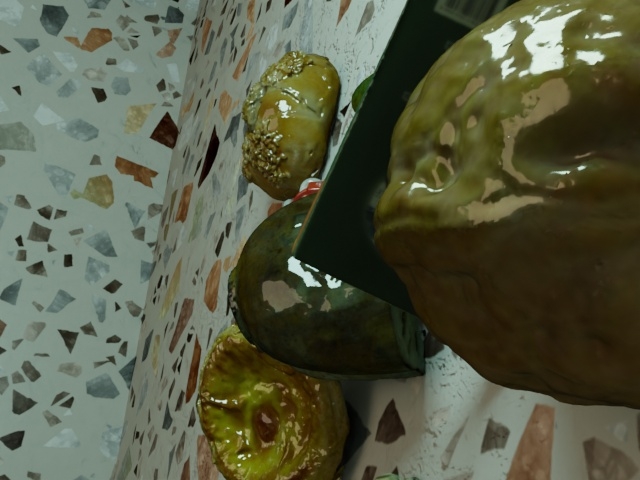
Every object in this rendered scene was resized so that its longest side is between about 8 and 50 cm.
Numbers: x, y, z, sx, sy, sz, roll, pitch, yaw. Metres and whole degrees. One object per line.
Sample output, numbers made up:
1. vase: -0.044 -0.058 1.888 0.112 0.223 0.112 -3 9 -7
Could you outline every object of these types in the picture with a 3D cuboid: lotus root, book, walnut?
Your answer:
1. lotus root: -0.010 0.046 1.016 0.260 0.149 0.267 -8 70 24
2. book: 0.156 -0.085 0.770 0.371 0.260 0.043 -64 -1 23
3. walnut: 0.192 -0.031 0.589 0.344 0.306 0.306 166 118 -67

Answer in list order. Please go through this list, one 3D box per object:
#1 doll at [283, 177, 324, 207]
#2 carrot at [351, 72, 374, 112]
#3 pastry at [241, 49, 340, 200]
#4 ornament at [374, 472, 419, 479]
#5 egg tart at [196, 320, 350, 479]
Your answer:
1. doll: 0.000 0.000 1.204 0.290 0.161 0.130 -85 -7 -53
2. carrot: 0.150 -0.251 1.130 0.358 0.074 0.074 -17 60 63
3. pastry: -0.078 -0.238 1.551 0.255 0.162 0.311 -19 60 62
4. ornament: 0.093 0.379 0.868 0.201 0.059 0.180 -136 63 -68
5. egg tart: -0.062 0.254 1.166 0.295 0.116 0.294 -1 88 35
